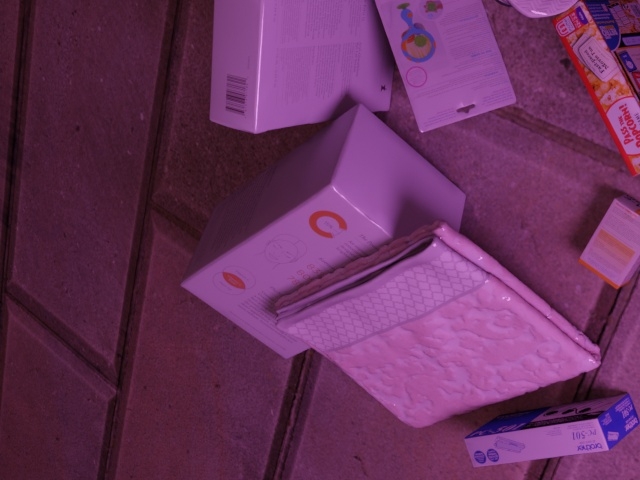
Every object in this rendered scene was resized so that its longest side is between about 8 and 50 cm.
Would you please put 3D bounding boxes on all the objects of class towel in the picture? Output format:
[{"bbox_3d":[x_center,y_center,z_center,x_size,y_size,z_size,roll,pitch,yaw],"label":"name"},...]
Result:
[{"bbox_3d":[0.146,0.130,1.258,0.317,0.053,0.332,38,137,-23],"label":"towel"}]

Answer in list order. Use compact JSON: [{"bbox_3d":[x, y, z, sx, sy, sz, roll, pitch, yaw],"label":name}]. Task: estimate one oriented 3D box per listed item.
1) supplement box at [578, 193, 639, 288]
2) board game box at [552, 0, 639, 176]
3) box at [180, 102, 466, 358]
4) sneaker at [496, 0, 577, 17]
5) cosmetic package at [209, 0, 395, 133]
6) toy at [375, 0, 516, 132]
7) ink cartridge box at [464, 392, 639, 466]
[{"bbox_3d":[0.369,0.001,1.151,0.062,0.036,0.098,41,126,27],"label":"supplement box"},{"bbox_3d":[0.350,-0.175,1.045,0.045,0.147,0.193,-32,79,42],"label":"board game box"},{"bbox_3d":[0.000,0.000,1.331,0.215,0.168,0.345,38,136,-22],"label":"box"},{"bbox_3d":[0.265,-0.396,1.058,0.128,0.182,0.315,26,94,-11],"label":"sneaker"},{"bbox_3d":[-0.007,-0.346,1.224,0.097,0.284,0.377,21,115,38],"label":"cosmetic package"},{"bbox_3d":[0.152,-0.271,1.238,0.056,0.137,0.237,172,80,-83],"label":"toy"},{"bbox_3d":[0.303,0.252,1.240,0.207,0.097,0.046,-22,87,43],"label":"ink cartridge box"}]
